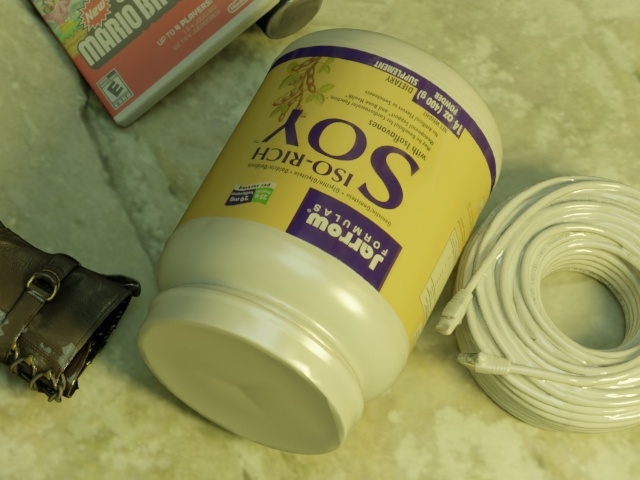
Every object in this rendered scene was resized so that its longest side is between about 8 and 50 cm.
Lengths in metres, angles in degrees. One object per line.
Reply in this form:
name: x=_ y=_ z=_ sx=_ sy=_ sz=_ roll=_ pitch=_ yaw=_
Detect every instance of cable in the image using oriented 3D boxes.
cable: x=0.253 y=0.063 z=1.789 sx=0.257 sy=0.089 sz=0.257 roll=24 pitch=61 yaw=3

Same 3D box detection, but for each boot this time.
boot: x=-0.316 y=0.073 z=1.695 sx=0.229 sy=0.091 sz=0.263 roll=35 pitch=61 yaw=10

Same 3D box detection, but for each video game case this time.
video game case: x=-0.197 y=-0.283 z=1.882 sx=0.204 sy=0.025 sz=0.285 roll=-39 pitch=71 yaw=8

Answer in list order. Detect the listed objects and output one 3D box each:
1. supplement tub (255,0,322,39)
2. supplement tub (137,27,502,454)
supplement tub: x=-0.080 y=-0.299 z=1.917 sx=0.106 sy=0.106 sz=0.198 roll=-28 pitch=70 yaw=-21
supplement tub: x=0.000 y=0.000 z=1.696 sx=0.241 sy=0.241 sz=0.331 roll=26 pitch=62 yaw=5
